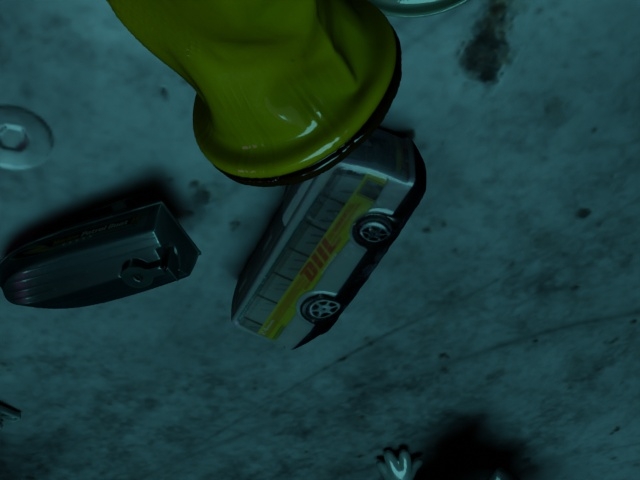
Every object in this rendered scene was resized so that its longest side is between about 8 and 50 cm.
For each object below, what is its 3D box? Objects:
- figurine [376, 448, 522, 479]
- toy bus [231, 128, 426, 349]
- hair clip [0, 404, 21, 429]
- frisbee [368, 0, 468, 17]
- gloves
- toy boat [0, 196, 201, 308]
[{"bbox_3d":[0.099,0.294,0.812,0.265,0.140,0.193,-31,116,1],"label":"figurine"},{"bbox_3d":[0.000,0.000,0.557,0.072,0.057,0.172,20,128,-15],"label":"toy bus"},{"bbox_3d":[-0.280,0.125,0.646,0.030,0.039,0.115,-27,130,9],"label":"hair clip"},{"bbox_3d":[0.053,-0.165,0.432,0.110,0.014,0.110,-5,136,-5],"label":"frisbee"},{"bbox_3d":[-0.079,-0.144,0.324,0.133,0.116,0.294,-4,151,29],"label":"gloves"},{"bbox_3d":[-0.152,0.013,0.545,0.141,0.060,0.055,-16,135,16],"label":"toy boat"}]
